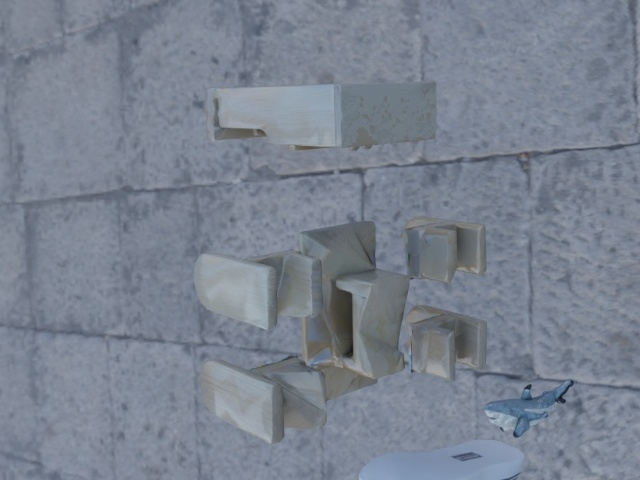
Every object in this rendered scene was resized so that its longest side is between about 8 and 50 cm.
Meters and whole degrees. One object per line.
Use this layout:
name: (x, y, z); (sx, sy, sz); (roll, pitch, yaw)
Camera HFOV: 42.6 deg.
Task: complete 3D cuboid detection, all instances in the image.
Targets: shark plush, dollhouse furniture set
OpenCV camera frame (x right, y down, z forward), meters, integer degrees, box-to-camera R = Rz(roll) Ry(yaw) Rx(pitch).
shark plush: (0.364, 0.279, 1.407); (0.161, 0.073, 0.067); (-24, 90, 4)
dollhouse furniture set: (0.000, 0.000, 1.050); (0.257, 0.362, 0.394); (12, 107, 49)

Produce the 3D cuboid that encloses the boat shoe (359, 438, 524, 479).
boat shoe: (0.162, 0.336, 1.090); (0.108, 0.301, 0.102); (13, 97, 43)
